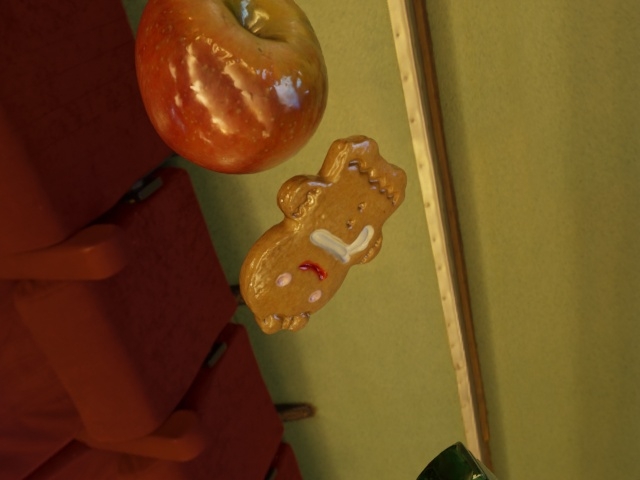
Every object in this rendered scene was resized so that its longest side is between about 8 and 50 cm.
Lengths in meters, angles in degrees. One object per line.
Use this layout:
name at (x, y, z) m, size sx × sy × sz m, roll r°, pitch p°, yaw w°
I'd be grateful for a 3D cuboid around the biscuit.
biscuit at (0.002, 0.002, 0.680) m, size 0.248 × 0.035 × 0.184 m, roll -51°, pitch 139°, yaw 2°

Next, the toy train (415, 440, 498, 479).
toy train at (0.142, 0.236, 0.432) m, size 0.071 × 0.170 × 0.111 m, roll -43°, pitch 115°, yaw 5°

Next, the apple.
apple at (-0.099, -0.182, 0.658) m, size 0.211 × 0.234 × 0.173 m, roll 20°, pitch 139°, yaw -20°
